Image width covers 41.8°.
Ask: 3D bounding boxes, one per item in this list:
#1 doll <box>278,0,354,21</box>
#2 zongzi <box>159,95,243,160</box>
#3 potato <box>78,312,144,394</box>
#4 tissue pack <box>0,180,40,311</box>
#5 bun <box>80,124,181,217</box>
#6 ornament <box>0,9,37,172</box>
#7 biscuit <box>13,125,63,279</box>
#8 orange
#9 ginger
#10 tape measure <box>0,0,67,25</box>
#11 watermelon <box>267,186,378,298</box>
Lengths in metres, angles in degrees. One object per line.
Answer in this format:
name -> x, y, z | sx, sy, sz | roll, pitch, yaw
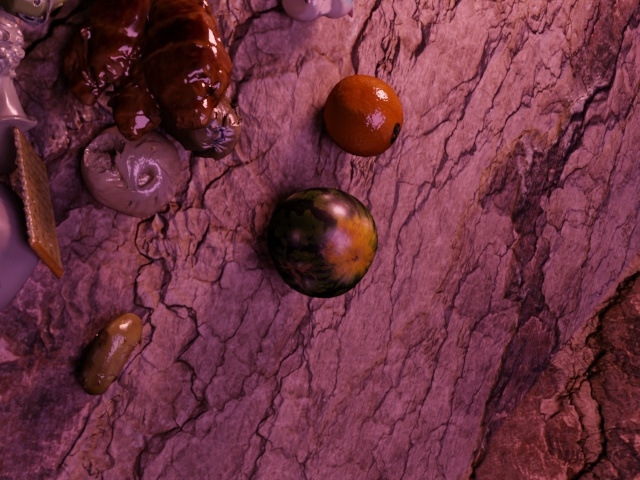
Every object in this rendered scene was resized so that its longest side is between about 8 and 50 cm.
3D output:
doll -> -0.001, -0.542, 1.859 | 0.180, 0.107, 0.110 | -18, 81, -35
zongzi -> -0.197, -0.232, 1.679 | 0.274, 0.251, 0.125 | 14, 110, -49
potato -> -0.437, 0.233, 1.732 | 0.188, 0.085, 0.105 | -62, 159, -3
tissue pack -> -0.614, -0.007, 1.315 | 0.229, 0.236, 0.333 | -45, 138, 11
bun -> -0.361, -0.137, 1.635 | 0.193, 0.128, 0.178 | 28, 86, -45
ornament -> -0.550, -0.249, 1.406 | 0.130, 0.120, 0.285 | -25, 123, -43
biscuit -> -0.470, -0.063, 1.397 | 0.016, 0.231, 0.139 | -17, 154, -3
orange -> 0.104, -0.294, 1.999 | 0.206, 0.206, 0.206 | -19, 118, -40
ginger -> -0.303, -0.325, 1.494 | 0.274, 0.357, 0.152 | -48, 162, -16
tape measure -> -0.485, -0.464, 1.387 | 0.175, 0.106, 0.200 | -44, 113, -34
watermelon -> 0.005, 0.000, 1.969 | 0.269, 0.269, 0.269 | -19, 118, -40
